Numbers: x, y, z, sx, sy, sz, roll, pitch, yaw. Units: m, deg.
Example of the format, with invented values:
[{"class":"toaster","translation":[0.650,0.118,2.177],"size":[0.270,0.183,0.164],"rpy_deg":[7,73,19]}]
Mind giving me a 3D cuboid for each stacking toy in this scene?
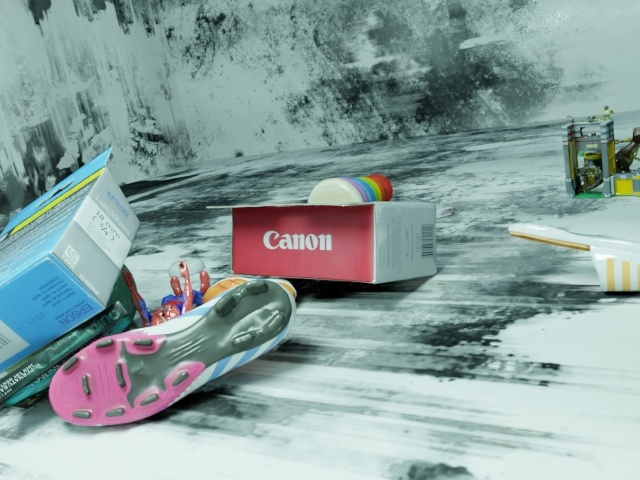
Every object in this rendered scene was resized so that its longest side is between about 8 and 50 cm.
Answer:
[{"class":"stacking toy","translation":[0.099,-0.104,1.562],"size":[0.141,0.141,0.330],"rpy_deg":[-3,12,27]}]

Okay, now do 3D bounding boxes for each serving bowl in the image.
[{"class":"serving bowl","translation":[-0.302,0.056,1.421],"size":[0.083,0.027,0.083],"rpy_deg":[-10,14,2]}]

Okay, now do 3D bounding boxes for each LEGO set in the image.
[{"class":"LEGO set","translation":[0.688,-0.211,1.388],"size":[0.254,0.192,0.331],"rpy_deg":[-21,18,-35]}]

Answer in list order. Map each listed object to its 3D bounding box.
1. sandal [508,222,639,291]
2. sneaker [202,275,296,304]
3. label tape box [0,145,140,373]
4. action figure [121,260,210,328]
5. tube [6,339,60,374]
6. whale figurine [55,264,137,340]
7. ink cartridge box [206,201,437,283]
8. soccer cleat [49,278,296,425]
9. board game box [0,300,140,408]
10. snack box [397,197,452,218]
[{"class":"sandal","translation":[0.399,0.032,0.913],"size":[0.265,0.076,0.102],"rpy_deg":[12,1,31]},{"class":"sneaker","translation":[-0.129,0.099,1.077],"size":[0.175,0.064,0.067],"rpy_deg":[-7,24,23]},{"class":"label tape box","translation":[-0.396,0.023,0.936],"size":[0.240,0.106,0.334],"rpy_deg":[-30,27,14]},{"class":"action figure","translation":[-0.257,0.078,1.086],"size":[0.091,0.139,0.280],"rpy_deg":[-13,14,1]},{"class":"tube","translation":[-0.342,0.175,0.957],"size":[0.240,0.062,0.070],"rpy_deg":[-3,53,1]},{"class":"whale figurine","translation":[-0.424,0.125,1.084],"size":[0.271,0.141,0.216],"rpy_deg":[-23,32,30]},{"class":"ink cartridge box","translation":[0.000,0.000,1.088],"size":[0.309,0.130,0.271],"rpy_deg":[1,2,38]},{"class":"soccer cleat","translation":[-0.182,0.158,0.847],"size":[0.331,0.116,0.143],"rpy_deg":[-23,-17,-8]},{"class":"board game box","translation":[-0.336,0.157,0.855],"size":[0.186,0.026,0.126],"rpy_deg":[-35,-10,-16]},{"class":"snack box","translation":[0.247,-0.078,1.540],"size":[0.064,0.022,0.178],"rpy_deg":[-16,16,-16]}]
